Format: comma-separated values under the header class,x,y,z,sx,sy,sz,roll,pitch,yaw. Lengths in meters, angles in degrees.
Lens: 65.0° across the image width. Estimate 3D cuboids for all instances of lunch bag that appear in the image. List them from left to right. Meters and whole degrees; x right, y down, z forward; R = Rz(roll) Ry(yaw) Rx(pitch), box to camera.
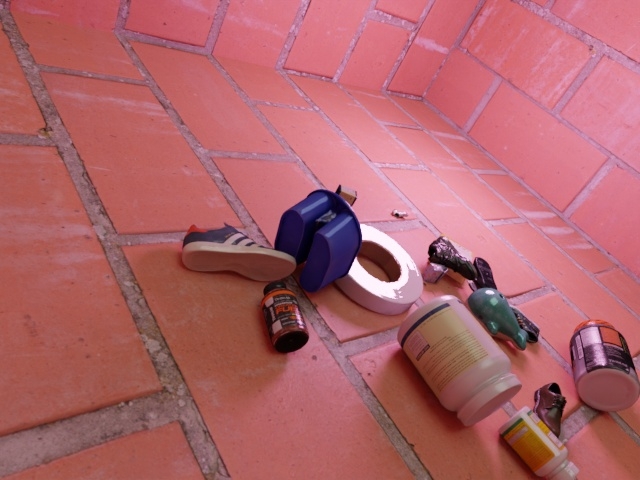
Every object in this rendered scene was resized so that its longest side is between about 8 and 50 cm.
class,x,y,z,sx,sy,sz,roll,pitch,yaw
lunch bag,0.458,0.132,1.991,0.083,0.071,0.053,12,38,-29

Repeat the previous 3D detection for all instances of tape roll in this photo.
class,x,y,z,sx,sy,sz,roll,pitch,yaw
tape roll,0.191,0.093,1.806,0.391,0.072,0.392,22,35,-17

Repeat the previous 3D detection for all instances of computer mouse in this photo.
class,x,y,z,sx,sy,sz,roll,pitch,yaw
computer mouse,0.666,0.178,2.115,0.184,0.060,0.262,15,46,-30

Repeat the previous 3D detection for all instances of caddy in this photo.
class,x,y,z,sx,sy,sz,roll,pitch,yaw
caddy,0.000,0.000,1.578,0.241,0.341,0.179,42,51,18

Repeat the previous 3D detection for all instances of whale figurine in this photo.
class,x,y,z,sx,sy,sz,roll,pitch,yaw
whale figurine,0.678,0.287,1.887,0.272,0.141,0.216,40,33,14

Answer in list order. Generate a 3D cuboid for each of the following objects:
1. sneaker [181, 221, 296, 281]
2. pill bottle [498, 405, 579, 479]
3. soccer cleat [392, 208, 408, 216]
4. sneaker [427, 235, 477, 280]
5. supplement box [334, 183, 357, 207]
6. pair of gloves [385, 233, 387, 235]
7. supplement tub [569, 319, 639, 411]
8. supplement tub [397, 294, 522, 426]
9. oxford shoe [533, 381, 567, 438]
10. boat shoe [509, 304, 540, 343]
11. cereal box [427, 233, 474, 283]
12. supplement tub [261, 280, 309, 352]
class,x,y,z,sx,sy,sz,roll,pitch,yaw
sneaker,-0.240,0.022,1.520,0.349,0.131,0.148,13,40,-26
pill bottle,0.626,0.594,1.438,0.117,0.118,0.208,-8,48,-45
soccer cleat,0.368,-0.119,2.313,0.083,0.029,0.036,16,43,-16
sneaker,0.520,0.092,2.029,0.130,0.087,0.227,-29,66,-29
supplement box,0.100,-0.178,2.122,0.083,0.083,0.056,21,33,-13
pair of gloves,0.275,0.000,2.085,0.083,0.010,0.074,44,34,22
supplement tub,1.062,0.458,1.900,0.207,0.207,0.338,33,32,4
supplement tub,0.406,0.350,1.488,0.235,0.235,0.325,0,43,-39
oxford shoe,0.751,0.544,1.633,0.082,0.096,0.227,32,33,-1
boat shoe,0.790,0.328,1.993,0.183,0.065,0.083,35,31,6
cereal box,0.569,0.074,2.184,0.173,0.047,0.240,34,33,7
supplement tub,-0.106,0.206,1.398,0.106,0.106,0.198,9,37,-31
